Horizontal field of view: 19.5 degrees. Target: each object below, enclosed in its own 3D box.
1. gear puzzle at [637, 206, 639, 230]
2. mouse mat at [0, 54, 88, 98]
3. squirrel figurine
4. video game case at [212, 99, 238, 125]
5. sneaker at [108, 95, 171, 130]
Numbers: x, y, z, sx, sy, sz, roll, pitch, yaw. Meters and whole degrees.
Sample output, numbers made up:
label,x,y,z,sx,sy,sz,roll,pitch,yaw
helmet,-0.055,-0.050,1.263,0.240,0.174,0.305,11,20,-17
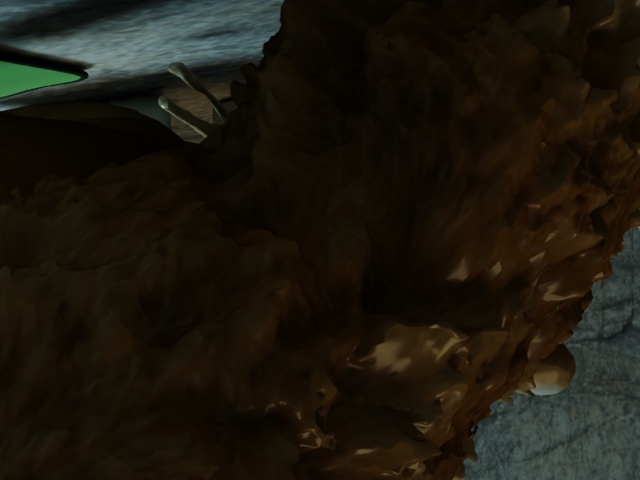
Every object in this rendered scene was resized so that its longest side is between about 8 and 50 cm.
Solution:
label,x,y,z,sx,sy,sz,roll,pitch,yaw
gear puzzle,0.284,0.002,1.178,0.175,0.044,0.339,30,-166,16
mouse mat,-0.219,-0.064,0.851,0.189,0.007,0.152,-11,176,19
squirrel figurine,-0.023,0.026,0.709,0.370,0.281,0.397,-15,-177,-37
video game case,0.078,-0.088,1.064,0.193,0.023,0.212,-5,175,-45
sneaker,-0.157,-0.002,1.106,0.148,0.131,0.350,-10,167,-6
